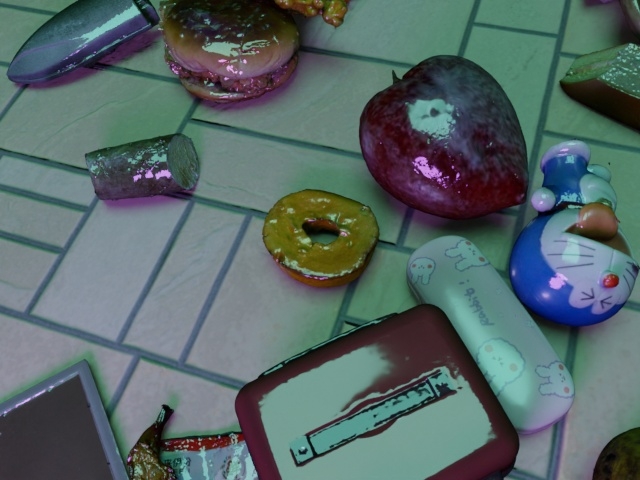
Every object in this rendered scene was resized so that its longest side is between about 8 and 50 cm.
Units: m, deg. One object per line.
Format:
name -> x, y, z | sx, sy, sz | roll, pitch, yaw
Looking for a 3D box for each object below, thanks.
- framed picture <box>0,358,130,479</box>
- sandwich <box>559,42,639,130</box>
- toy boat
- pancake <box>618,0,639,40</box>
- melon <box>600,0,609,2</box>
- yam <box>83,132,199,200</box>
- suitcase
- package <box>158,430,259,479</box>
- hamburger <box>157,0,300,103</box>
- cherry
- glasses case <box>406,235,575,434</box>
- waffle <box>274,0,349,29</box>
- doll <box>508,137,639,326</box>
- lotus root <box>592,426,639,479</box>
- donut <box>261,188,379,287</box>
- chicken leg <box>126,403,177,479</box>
framed picture -> -0.413, 0.326, 0.833 | 0.296, 0.019, 0.232 | -27, 60, -9
sandwich -> 0.522, -0.248, 1.030 | 0.258, 0.096, 0.094 | 36, 75, 27
toy boat -> -0.481, -0.403, 1.239 | 0.319, 0.092, 0.141 | -31, 61, -4
pancake -> 0.619, -0.415, 1.107 | 0.241, 0.050, 0.242 | 5, 77, -21
melon -> 0.557, -0.513, 1.199 | 0.139, 0.093, 0.202 | 25, 31, -9
yam -> -0.305, -0.119, 1.042 | 0.183, 0.107, 0.107 | -9, 59, 4
suitcase -> 0.064, 0.230, 0.751 | 0.297, 0.161, 0.236 | -24, 62, -8
package -> -0.151, 0.356, 0.774 | 0.166, 0.040, 0.232 | -4, 57, 3
hamburger -> -0.169, -0.376, 1.159 | 0.286, 0.146, 0.243 | 22, 57, 20
cherry -> 0.188, -0.149, 0.942 | 0.230, 0.203, 0.300 | -36, 70, -23
glasses case -> 0.224, 0.119, 0.850 | 0.113, 0.075, 0.297 | -26, 59, -8
waffle -> -0.060, -0.489, 1.172 | 0.259, 0.069, 0.293 | 23, 31, -3
doll -> 0.358, -0.008, 0.859 | 0.215, 0.161, 0.257 | 25, 64, -26
lotus root -> 0.371, 0.284, 0.707 | 0.120, 0.120, 0.209 | 25, 37, 19
donut -> 0.000, 0.000, 0.956 | 0.178, 0.065, 0.162 | 26, 61, 21
chicken leg -> -0.218, 0.282, 0.806 | 0.062, 0.037, 0.145 | -7, 48, -10
